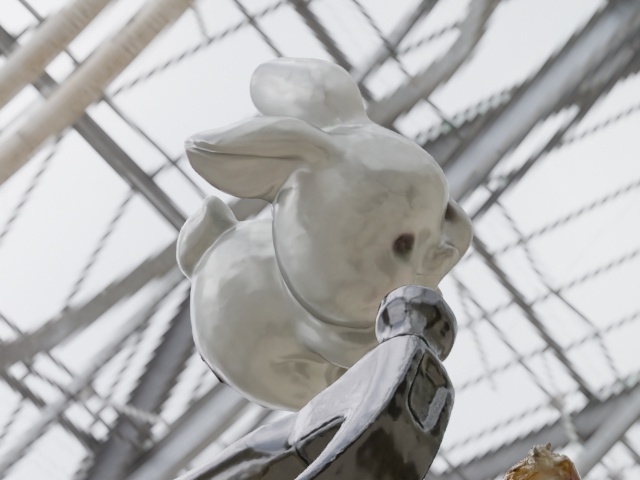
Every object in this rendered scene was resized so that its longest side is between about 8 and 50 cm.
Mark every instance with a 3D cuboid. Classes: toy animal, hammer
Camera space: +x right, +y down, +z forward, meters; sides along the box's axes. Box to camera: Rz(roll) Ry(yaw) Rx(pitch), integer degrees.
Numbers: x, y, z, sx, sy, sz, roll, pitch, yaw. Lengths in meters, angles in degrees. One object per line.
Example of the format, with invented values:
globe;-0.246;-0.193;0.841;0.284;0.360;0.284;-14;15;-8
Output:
toy animal;-0.008;0.001;1.119;0.127;0.178;0.193;-40;-22;-45
hammer;-0.128;0.160;0.839;0.440;0.168;0.044;-30;-73;25

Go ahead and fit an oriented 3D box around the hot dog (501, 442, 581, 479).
hot dog;0.104;0.259;0.835;0.135;0.100;0.337;2;-86;-28
